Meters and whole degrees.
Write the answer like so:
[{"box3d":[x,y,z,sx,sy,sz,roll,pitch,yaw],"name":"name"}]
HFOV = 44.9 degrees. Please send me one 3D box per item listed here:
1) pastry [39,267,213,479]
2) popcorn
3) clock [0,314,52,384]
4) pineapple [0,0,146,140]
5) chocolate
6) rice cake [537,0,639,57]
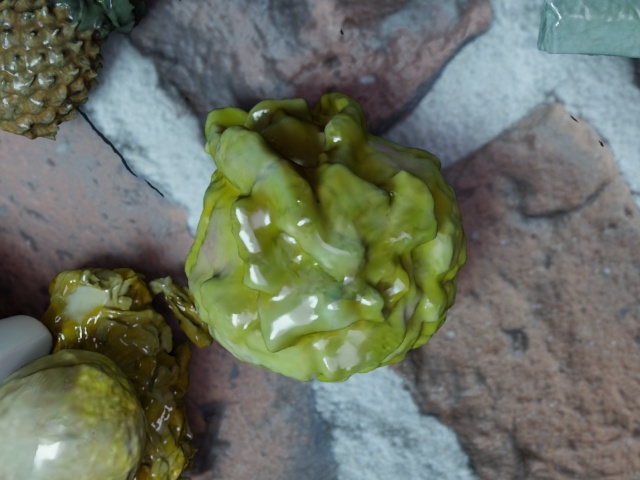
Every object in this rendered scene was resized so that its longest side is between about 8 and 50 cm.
[{"box3d":[-0.175,0.132,0.707,0.154,0.102,0.250,4,107,10],"name":"pastry"},{"box3d":[0.000,0.000,0.630,0.259,0.212,0.259,-2,109,-6],"name":"popcorn"},{"box3d":[-0.429,0.123,0.648,0.325,0.184,0.342,29,100,9],"name":"clock"},{"box3d":[-0.173,-0.205,0.622,0.130,0.119,0.277,44,98,9],"name":"pineapple"},{"box3d":[-0.228,0.219,0.627,0.134,0.134,0.309,20,111,-5],"name":"chocolate"},{"box3d":[0.280,-0.184,0.656,0.206,0.063,0.069,2,110,0],"name":"rice cake"}]
